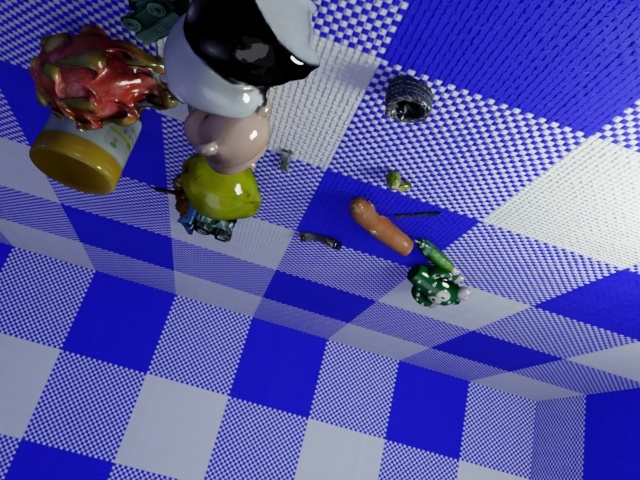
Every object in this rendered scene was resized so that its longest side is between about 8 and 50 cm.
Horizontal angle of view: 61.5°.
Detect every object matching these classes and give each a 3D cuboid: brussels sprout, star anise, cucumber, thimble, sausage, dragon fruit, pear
[{"bbox_3d":[0.220,-0.162,1.522,0.083,0.046,0.051,29,112,-31],"label":"brussels sprout"},{"bbox_3d":[-0.528,-0.161,1.885,0.144,0.158,0.140,-7,-162,-15],"label":"star anise"},{"bbox_3d":[0.392,0.045,1.883,0.056,0.056,0.250,-7,149,40],"label":"cucumber"},{"bbox_3d":[0.195,-0.311,1.188,0.104,0.066,0.095,7,157,11],"label":"thimble"},{"bbox_3d":[0.192,-0.048,1.760,0.087,0.079,0.327,4,156,48],"label":"sausage"},{"bbox_3d":[-0.509,-0.379,1.275,0.307,0.227,0.243,17,162,-40],"label":"dragon fruit"},{"bbox_3d":[-0.299,-0.162,1.636,0.269,0.212,0.212,28,154,-38],"label":"pear"}]

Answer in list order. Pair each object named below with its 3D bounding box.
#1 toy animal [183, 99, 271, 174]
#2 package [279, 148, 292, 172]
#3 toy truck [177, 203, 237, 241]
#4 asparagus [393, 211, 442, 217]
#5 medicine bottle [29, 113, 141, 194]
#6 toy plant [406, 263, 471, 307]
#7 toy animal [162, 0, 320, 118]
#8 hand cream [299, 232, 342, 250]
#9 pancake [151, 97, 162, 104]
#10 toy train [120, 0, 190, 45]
[{"bbox_3d":[-0.227,-0.263,1.369,0.229,0.210,0.221,40,166,38],"label":"toy animal"},{"bbox_3d":[-0.104,-0.234,1.594,0.037,0.015,0.110,20,155,1],"label":"package"},{"bbox_3d":[-0.426,-0.072,2.028,0.208,0.113,0.126,22,157,-14],"label":"toy truck"},{"bbox_3d":[0.306,-0.081,1.700,0.166,0.013,0.016,-2,141,33],"label":"asparagus"},{"bbox_3d":[-0.663,-0.284,1.542,0.238,0.231,0.238,13,156,6],"label":"medicine bottle"},{"bbox_3d":[0.450,0.179,2.066,0.233,0.112,0.243,-9,132,33],"label":"toy plant"},{"bbox_3d":[-0.173,-0.378,1.041,0.310,0.250,0.251,-19,141,36],"label":"toy animal"},{"bbox_3d":[0.000,0.000,2.039,0.163,0.039,0.062,15,159,13],"label":"hand cream"},{"bbox_3d":[-0.457,-0.392,1.457,0.115,0.011,0.115,12,155,6],"label":"pancake"},{"bbox_3d":[-0.345,-0.476,1.136,0.172,0.070,0.099,-7,156,39],"label":"toy train"}]
